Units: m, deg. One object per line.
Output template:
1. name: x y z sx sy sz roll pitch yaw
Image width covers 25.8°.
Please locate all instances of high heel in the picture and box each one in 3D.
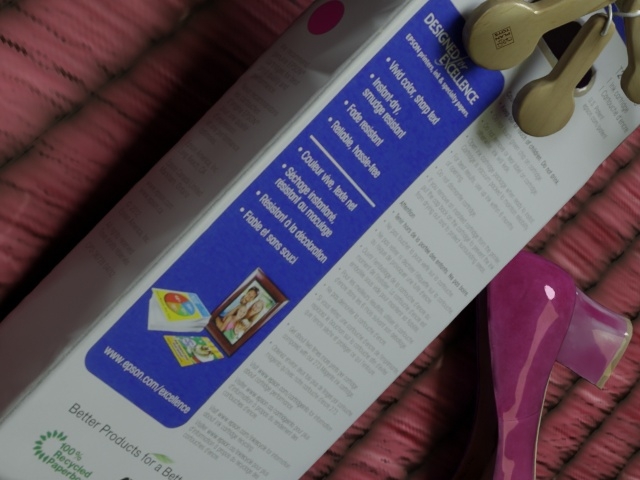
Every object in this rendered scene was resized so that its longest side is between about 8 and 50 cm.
1. high heel: 0.097 0.125 0.907 0.117 0.082 0.244 29 100 -18

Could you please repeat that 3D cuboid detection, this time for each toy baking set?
1. toy baking set: 0.176 -0.134 0.646 0.256 0.030 0.197 2 126 -17

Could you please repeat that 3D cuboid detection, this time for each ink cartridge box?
1. ink cartridge box: 0.000 0.000 0.694 0.371 0.069 0.176 -44 134 0

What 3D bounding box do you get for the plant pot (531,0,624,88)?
1. plant pot: 0.200 -0.188 0.773 0.284 0.191 0.284 -18 118 -38
